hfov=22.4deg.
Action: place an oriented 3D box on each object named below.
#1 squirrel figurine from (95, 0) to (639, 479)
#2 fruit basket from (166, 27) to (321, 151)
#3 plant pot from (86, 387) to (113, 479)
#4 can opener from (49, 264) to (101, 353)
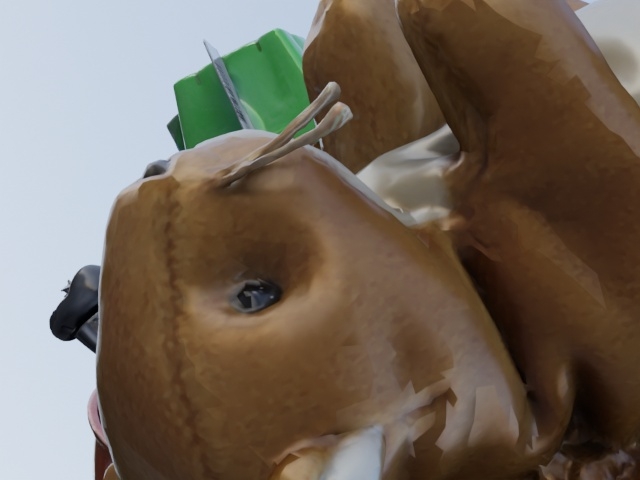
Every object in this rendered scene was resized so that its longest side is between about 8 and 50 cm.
[{"bbox_3d":[0.093,0.063,0.717,0.281,0.370,0.397,-3,-68,53],"label":"squirrel figurine"},{"bbox_3d":[0.000,0.000,1.422,0.165,0.327,0.353,-20,-93,13],"label":"fruit basket"},{"bbox_3d":[-0.100,0.288,1.495,0.272,0.272,0.265,25,-67,34],"label":"plant pot"},{"bbox_3d":[-0.140,0.034,1.286,0.073,0.186,0.059,50,-46,5],"label":"can opener"}]
